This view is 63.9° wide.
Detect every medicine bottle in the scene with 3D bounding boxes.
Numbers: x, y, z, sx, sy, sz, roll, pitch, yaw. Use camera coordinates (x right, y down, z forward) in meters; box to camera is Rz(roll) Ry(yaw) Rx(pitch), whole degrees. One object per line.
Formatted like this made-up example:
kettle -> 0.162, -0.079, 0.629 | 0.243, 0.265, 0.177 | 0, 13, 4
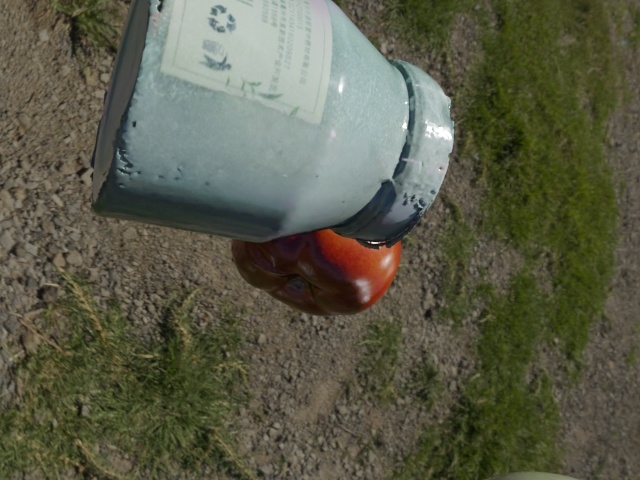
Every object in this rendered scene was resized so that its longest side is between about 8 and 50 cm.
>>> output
medicine bottle -> -0.045, -0.113, 0.495 | 0.289, 0.245, 0.245 | 14, 84, -28

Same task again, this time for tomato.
tomato -> 0.000, 0.000, 0.903 | 0.298, 0.298, 0.227 | 43, 49, -33

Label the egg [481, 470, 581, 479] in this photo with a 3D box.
egg -> 0.115, 0.192, 0.285 | 0.152, 0.114, 0.114 | -25, 110, -12
